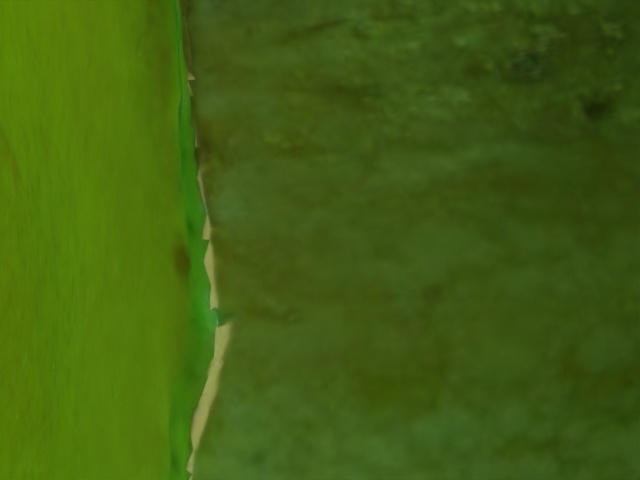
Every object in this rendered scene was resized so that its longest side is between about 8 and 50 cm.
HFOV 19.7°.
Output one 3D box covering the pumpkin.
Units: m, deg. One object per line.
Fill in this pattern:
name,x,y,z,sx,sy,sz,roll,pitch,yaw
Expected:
pumpkin,0.000,0.000,0.448,0.332,0.199,0.332,21,115,55
